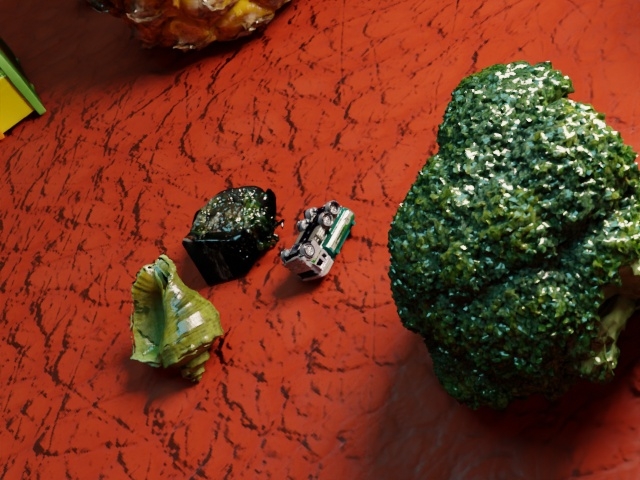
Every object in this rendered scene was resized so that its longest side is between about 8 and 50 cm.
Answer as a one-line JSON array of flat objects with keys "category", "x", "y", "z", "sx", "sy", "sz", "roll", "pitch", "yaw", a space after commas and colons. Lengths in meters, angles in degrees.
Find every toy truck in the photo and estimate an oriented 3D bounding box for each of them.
[{"category": "toy truck", "x": 0.000, "y": 0.000, "z": 1.070, "sx": 0.039, "sy": 0.044, "sz": 0.083, "roll": -18, "pitch": 35, "yaw": 49}]

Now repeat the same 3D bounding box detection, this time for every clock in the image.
[{"category": "clock", "x": -0.517, "y": -0.177, "z": 1.538, "sx": 0.255, "sy": 0.106, "sz": 0.220, "roll": -37, "pitch": 38, "yaw": -2}]

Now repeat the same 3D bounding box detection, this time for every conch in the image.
[{"category": "conch", "x": -0.136, "y": 0.075, "z": 1.043, "sx": 0.089, "sy": 0.074, "sz": 0.121, "roll": -26, "pitch": 78, "yaw": 5}]

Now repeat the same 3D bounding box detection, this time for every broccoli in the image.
[{"category": "broccoli", "x": 0.161, "y": -0.003, "z": 0.849, "sx": 0.269, "sy": 0.242, "sz": 0.261, "roll": -11, "pitch": 70, "yaw": 61}]

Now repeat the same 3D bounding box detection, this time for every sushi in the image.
[{"category": "sushi", "x": -0.079, "y": -0.012, "z": 1.125, "sx": 0.085, "sy": 0.056, "sz": 0.083, "roll": -17, "pitch": 33, "yaw": 16}]

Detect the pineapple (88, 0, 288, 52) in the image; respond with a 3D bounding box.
[{"category": "pineapple", "x": -0.170, "y": -0.403, "z": 1.407, "sx": 0.352, "sy": 0.300, "sz": 0.352, "roll": -16, "pitch": 41, "yaw": 14}]
